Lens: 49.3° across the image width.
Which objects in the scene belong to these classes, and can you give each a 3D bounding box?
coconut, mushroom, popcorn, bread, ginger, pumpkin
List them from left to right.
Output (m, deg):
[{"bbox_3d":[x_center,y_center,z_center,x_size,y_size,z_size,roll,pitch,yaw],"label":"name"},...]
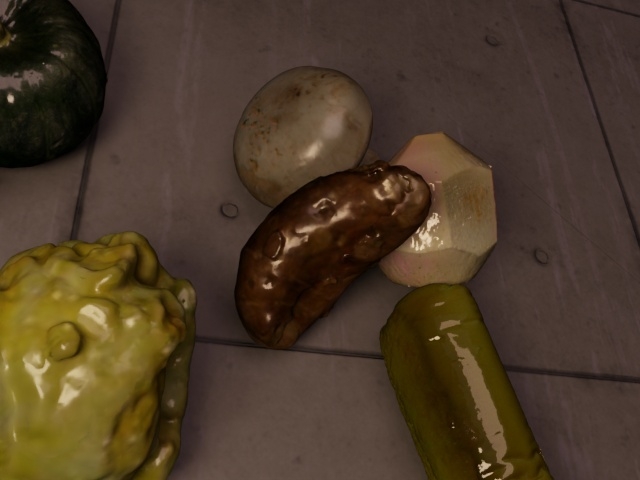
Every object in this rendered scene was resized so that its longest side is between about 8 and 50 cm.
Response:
[{"bbox_3d":[-0.450,-0.247,0.972,0.300,0.207,0.300,8,57,-13],"label":"pumpkin"},{"bbox_3d":[-0.276,0.136,0.750,0.312,0.312,0.312,9,56,-14],"label":"popcorn"},{"bbox_3d":[-0.007,-0.142,1.088,0.244,0.243,0.243,9,56,-14],"label":"mushroom"},{"bbox_3d":[0.000,0.000,0.935,0.165,0.321,0.172,28,25,-40],"label":"ginger"},{"bbox_3d":[0.160,-0.049,1.052,0.197,0.237,0.236,-5,56,9],"label":"coconut"},{"bbox_3d":[0.181,0.239,0.908,0.112,0.166,0.383,5,55,-41],"label":"bread"}]
